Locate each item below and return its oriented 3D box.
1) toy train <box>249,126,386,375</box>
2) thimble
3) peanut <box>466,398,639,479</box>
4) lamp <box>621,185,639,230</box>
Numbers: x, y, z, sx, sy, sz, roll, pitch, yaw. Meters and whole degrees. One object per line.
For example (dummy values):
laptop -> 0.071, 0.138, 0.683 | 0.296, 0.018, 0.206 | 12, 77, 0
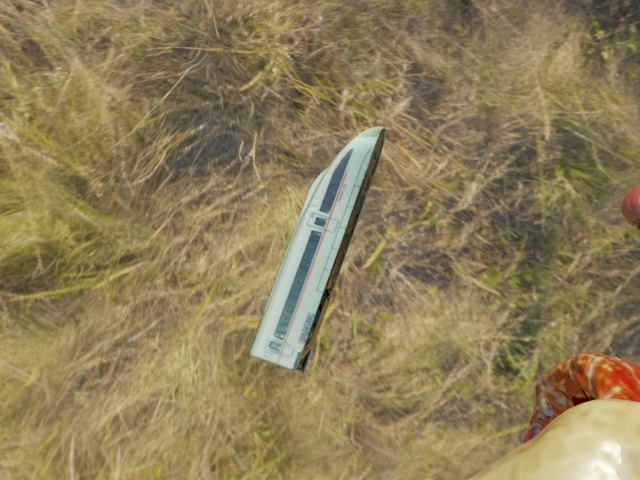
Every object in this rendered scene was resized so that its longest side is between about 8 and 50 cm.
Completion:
toy train -> 0.000, 0.000, 1.215 | 0.088, 0.086, 0.406 | 18, 78, 12
thimble -> 0.460, 0.346, 1.171 | 0.231, 0.350, 0.350 | 11, 102, -7
peanut -> 0.120, 0.194, 0.467 | 0.253, 0.137, 0.122 | -33, 91, 7
lamp -> 0.595, -0.057, 1.412 | 0.108, 0.107, 0.092 | 23, 74, -12
